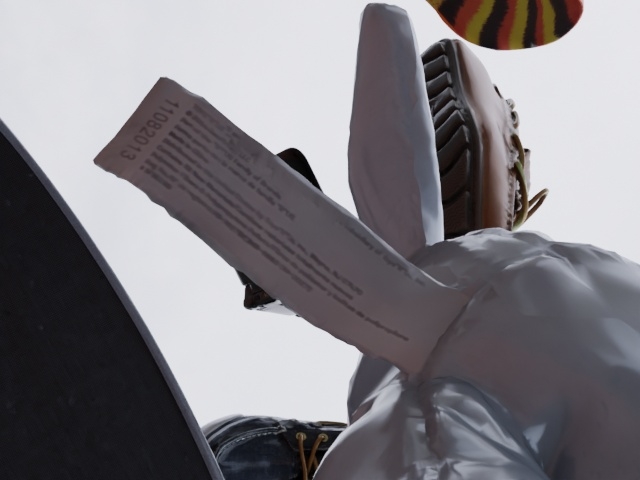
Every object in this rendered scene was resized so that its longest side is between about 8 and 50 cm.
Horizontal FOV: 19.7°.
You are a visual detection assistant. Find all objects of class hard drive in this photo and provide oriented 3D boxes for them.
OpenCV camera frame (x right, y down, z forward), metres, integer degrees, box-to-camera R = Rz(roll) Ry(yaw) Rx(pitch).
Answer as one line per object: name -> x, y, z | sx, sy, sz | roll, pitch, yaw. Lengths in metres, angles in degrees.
hard drive -> -0.131, 0.077, 0.707 | 0.254, 0.172, 0.054 | 61, -30, -3

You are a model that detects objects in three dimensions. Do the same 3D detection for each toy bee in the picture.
toy bee -> 0.060, -0.252, 1.416 | 0.162, 0.195, 0.298 | -34, -97, 20

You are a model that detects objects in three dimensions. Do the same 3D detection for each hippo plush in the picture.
hippo plush -> 0.034, 0.138, 0.414 | 0.294, 0.234, 0.236 | 34, -59, 16

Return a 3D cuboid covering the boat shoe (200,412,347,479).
boat shoe -> -0.002, 0.145, 1.212 | 0.083, 0.183, 0.065 | -5, -95, 46

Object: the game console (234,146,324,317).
game console -> 0.000, 0.000, 1.102 | 0.122, 0.107, 0.071 | -22, -118, 57

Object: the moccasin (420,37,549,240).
moccasin -> 0.140, -0.050, 1.725 | 0.139, 0.147, 0.380 | -46, -161, 19
